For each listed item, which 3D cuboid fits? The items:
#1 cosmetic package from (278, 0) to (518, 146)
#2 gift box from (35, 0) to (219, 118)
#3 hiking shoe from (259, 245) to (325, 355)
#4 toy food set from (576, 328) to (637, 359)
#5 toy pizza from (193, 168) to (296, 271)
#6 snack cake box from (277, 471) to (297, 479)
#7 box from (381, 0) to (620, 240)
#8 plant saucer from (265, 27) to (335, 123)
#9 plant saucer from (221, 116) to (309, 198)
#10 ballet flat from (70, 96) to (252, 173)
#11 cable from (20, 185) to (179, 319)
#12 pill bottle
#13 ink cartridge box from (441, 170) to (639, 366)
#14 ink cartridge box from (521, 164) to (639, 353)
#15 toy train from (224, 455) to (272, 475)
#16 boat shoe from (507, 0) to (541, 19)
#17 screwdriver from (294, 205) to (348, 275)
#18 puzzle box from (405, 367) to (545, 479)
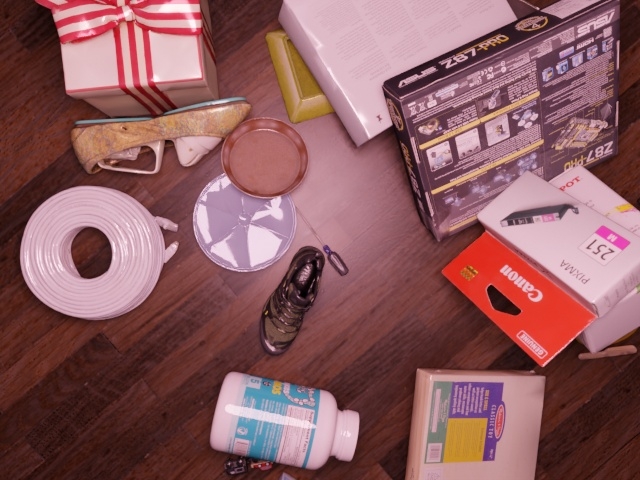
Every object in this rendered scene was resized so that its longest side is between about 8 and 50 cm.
[{"bbox_3d":[0.155,-0.395,1.048,0.377,0.097,0.285,-33,93,-10],"label":"cosmetic package"},{"bbox_3d":[-0.322,-0.372,0.980,0.255,0.258,0.277,-11,92,-3],"label":"gift box"},{"bbox_3d":[-0.059,0.116,1.070,0.086,0.114,0.227,22,90,-2],"label":"hiking shoe"},{"bbox_3d":[0.550,0.139,1.102,0.128,0.071,0.218,-14,129,10],"label":"toy food set"},{"bbox_3d":[-0.147,-0.039,1.103,0.201,0.032,0.202,0,86,-3],"label":"toy pizza"},{"bbox_3d":[-0.005,0.598,1.095,0.264,0.089,0.152,35,88,-3],"label":"snack cake box"},{"bbox_3d":[0.338,-0.213,1.009,0.394,0.097,0.318,-26,127,-1],"label":"box"},{"bbox_3d":[0.004,-0.346,1.099,0.188,0.045,0.188,-17,92,-2],"label":"plant saucer"},{"bbox_3d":[-0.107,-0.157,1.088,0.168,0.029,0.169,2,73,-7],"label":"plant saucer"},{"bbox_3d":[-0.292,-0.187,1.057,0.348,0.123,0.123,-8,91,4],"label":"ballet flat"},{"bbox_3d":[-0.430,0.026,1.066,0.257,0.089,0.257,30,90,-3],"label":"cable"},{"bbox_3d":[-0.065,0.343,1.059,0.263,0.146,0.146,13,91,-3],"label":"pill bottle"},{"bbox_3d":[0.359,0.033,0.943,0.239,0.275,0.060,-42,132,1],"label":"ink cartridge box"},{"bbox_3d":[0.471,0.024,1.000,0.201,0.278,0.117,-33,133,5],"label":"ink cartridge box"},{"bbox_3d":[-0.112,0.438,1.118,0.158,0.027,0.036,-12,95,-2],"label":"toy train"},{"bbox_3d":[0.443,-0.409,1.100,0.223,0.073,0.080,38,89,-3],"label":"boat shoe"},{"bbox_3d":[0.000,0.000,1.123,0.024,0.025,0.170,-37,84,-1],"label":"screwdriver"},{"bbox_3d":[0.292,0.452,1.082,0.271,0.052,0.409,7,90,-21],"label":"puzzle box"}]
